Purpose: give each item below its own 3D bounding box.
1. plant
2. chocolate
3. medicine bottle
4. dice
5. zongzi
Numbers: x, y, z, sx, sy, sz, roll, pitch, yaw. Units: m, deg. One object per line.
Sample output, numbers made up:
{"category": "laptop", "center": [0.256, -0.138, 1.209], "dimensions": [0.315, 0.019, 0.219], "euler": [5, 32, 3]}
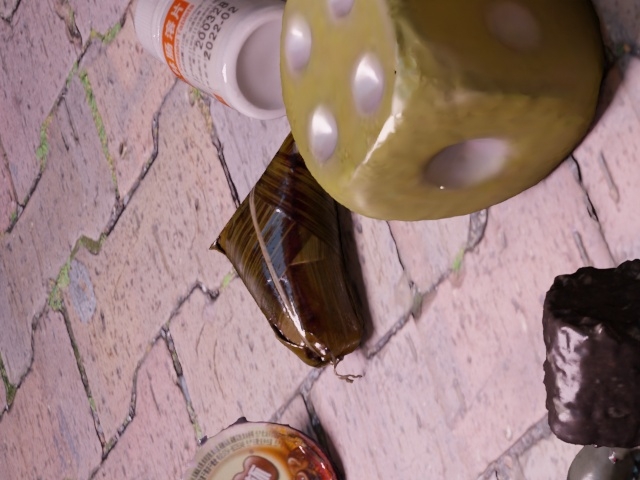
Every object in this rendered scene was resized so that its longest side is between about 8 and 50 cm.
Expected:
{"category": "plant", "center": [0.273, 0.159, 1.529], "dimensions": [0.146, 0.149, 0.274], "euler": [-64, -35, -66]}
{"category": "chocolate", "center": [-0.068, 0.320, 2.101], "dimensions": [0.147, 0.221, 0.221], "euler": [101, 159, -79]}
{"category": "medicine bottle", "center": [-0.112, -0.241, 2.100], "dimensions": [0.252, 0.144, 0.144], "euler": [37, 124, 52]}
{"category": "dice", "center": [0.107, -0.169, 1.675], "dimensions": [0.238, 0.227, 0.233], "euler": [-52, 49, 49]}
{"category": "zongzi", "center": [0.000, 0.000, 1.987], "dimensions": [0.248, 0.111, 0.241], "euler": [55, 131, 32]}
